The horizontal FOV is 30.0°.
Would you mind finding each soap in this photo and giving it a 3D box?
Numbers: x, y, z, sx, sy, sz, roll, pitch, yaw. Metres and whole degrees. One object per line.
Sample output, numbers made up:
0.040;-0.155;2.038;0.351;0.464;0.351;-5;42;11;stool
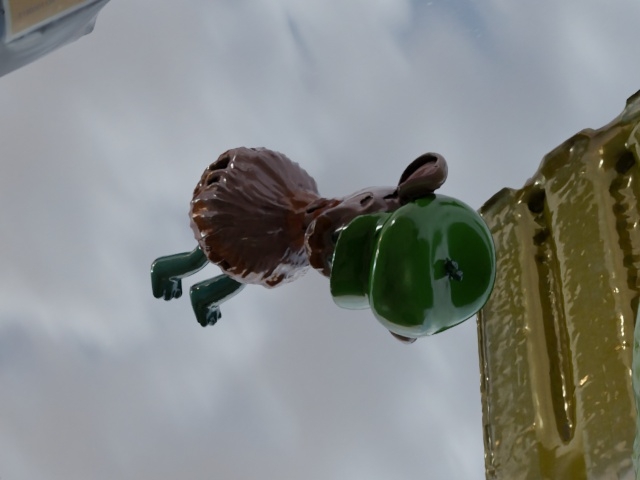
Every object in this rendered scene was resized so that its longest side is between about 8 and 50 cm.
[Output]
0.201;0.056;0.790;0.091;0.315;0.199;32;-53;-26;soap

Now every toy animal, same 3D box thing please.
0.000;0.000;0.576;0.208;0.103;0.100;-7;-92;52;toy animal

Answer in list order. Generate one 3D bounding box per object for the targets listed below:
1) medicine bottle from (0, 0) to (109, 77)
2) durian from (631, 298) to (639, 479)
-0.238;-0.299;1.070;0.242;0.395;0.243;24;-49;31;medicine bottle
0.222;0.044;0.386;0.255;0.339;0.205;-8;-99;7;durian
